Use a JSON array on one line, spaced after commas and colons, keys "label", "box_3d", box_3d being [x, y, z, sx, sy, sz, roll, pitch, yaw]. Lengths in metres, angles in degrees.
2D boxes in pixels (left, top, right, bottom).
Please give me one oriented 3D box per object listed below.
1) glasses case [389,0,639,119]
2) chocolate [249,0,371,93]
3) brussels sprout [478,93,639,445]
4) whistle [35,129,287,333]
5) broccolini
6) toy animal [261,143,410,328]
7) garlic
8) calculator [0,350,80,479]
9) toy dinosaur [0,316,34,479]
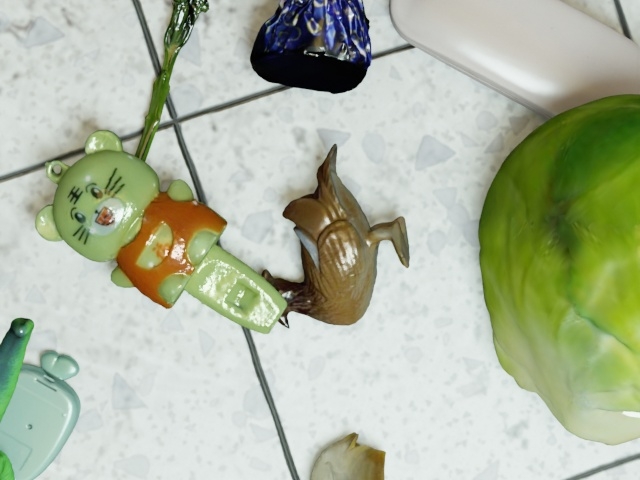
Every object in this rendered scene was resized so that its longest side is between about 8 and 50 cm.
[{"label": "glasses case", "box_3d": [0.213, -0.211, 1.507, 0.296, 0.075, 0.113, 28, 87, -1]}, {"label": "chocolate", "box_3d": [-0.010, -0.333, 1.474, 0.148, 0.126, 0.344, 3, 84, -27]}, {"label": "brussels sprout", "box_3d": [0.310, 0.023, 1.409, 0.268, 0.344, 0.344, -12, 87, -28]}, {"label": "whistle", "box_3d": [-0.163, 0.002, 1.453, 0.288, 0.106, 0.131, 34, 95, -1]}, {"label": "broccolini", "box_3d": [-0.169, -0.174, 1.504, 0.042, 0.044, 0.218, 20, 91, -18]}, {"label": "toy animal", "box_3d": [0.000, 0.000, 1.481, 0.179, 0.089, 0.188, -14, 93, 10]}, {"label": "garlic", "box_3d": [0.032, 0.276, 1.469, 0.084, 0.066, 0.152, -2, 84, -6]}, {"label": "calculator", "box_3d": [-0.305, 0.185, 1.475, 0.095, 0.021, 0.153, 31, 88, -2]}, {"label": "toy dinosaur", "box_3d": [-0.414, 0.287, 1.269, 0.144, 0.500, 0.374, 32, 55, -2]}]
